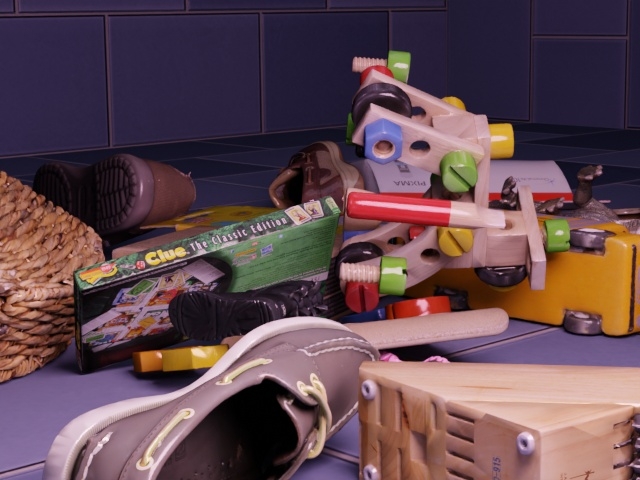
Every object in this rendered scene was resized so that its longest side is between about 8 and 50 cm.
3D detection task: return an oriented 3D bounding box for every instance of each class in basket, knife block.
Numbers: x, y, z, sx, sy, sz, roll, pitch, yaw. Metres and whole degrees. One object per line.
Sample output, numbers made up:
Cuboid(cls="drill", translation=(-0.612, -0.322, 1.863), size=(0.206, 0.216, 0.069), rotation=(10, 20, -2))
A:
Cuboid(cls="basket", translation=(-0.358, 0.073, 1.367), size=(0.213, 0.223, 0.299), rotation=(33, 11, 0))
Cuboid(cls="knife block", translation=(0.192, 0.137, 0.963), size=(0.242, 0.088, 0.275), rotation=(-7, 11, -35))

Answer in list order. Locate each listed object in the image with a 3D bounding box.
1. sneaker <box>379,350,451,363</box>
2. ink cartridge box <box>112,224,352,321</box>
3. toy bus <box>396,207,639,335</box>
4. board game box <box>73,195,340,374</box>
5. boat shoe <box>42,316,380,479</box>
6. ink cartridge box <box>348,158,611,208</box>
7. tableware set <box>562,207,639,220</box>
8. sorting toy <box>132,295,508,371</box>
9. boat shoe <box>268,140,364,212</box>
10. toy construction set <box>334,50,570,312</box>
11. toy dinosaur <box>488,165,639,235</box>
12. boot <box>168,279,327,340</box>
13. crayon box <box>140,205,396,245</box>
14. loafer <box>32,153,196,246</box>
Cuboid(cls="sneaker", translation=(0.069, 0.126, 1.185), size=(0.057, 0.047, 0.119), rotation=(-17, 10, -39))
Cuboid(cls="ink cartridge box", translation=(-0.084, 0.042, 1.543), size=(0.234, 0.088, 0.193), rotation=(3, 9, 25))
Cuboid(cls="toy bus", translation=(0.230, 0.027, 1.553), size=(0.332, 0.108, 0.130), rotation=(8, 10, 44))
Cuboid(cls="board game box", translation=(-0.108, 0.042, 1.310), size=(0.259, 0.136, 0.030), rotation=(-17, 53, -22))
Cuboid(cls="boat shoe", translation=(-0.049, 0.133, 0.962), size=(0.091, 0.109, 0.305), rotation=(8, 19, 40))
Cuboid(cls="ink cartridge box", translation=(0.227, -0.089, 2.096), size=(0.308, 0.091, 0.385), rotation=(0, -1, -11))
Cuboid(cls="tableware set", translation=(0.422, -0.026, 2.051), size=(0.194, 0.039, 0.128), rotation=(-5, 1, -40))
Cuboid(cls="sorting toy", translation=(-0.009, 0.086, 1.292), size=(0.307, 0.041, 0.229), rotation=(-5, -3, -24))
Cuboid(cls="boat shoe", translation=(-0.025, -0.090, 2.241), size=(0.123, 0.123, 0.342), rotation=(-2, 16, -13))
Cuboid(cls="toy construction set", translation=(0.139, -0.036, 1.342), size=(0.237, 0.257, 0.309), rotation=(5, 13, 0))
Cuboid(cls="toy dinosaur", translation=(0.297, 0.000, 1.686), size=(0.313, 0.160, 0.121), rotation=(-7, 29, 45))
Cuboid(cls="boot", translation=(-0.063, 0.059, 1.247), size=(0.121, 0.045, 0.099), rotation=(-1, 9, 28))
Cuboid(cls="crayon box", translation=(-0.041, 0.011, 1.740), size=(0.318, 0.081, 0.202), rotation=(5, 11, 25))
Cuboid(cls="loafer", translation=(-0.294, -0.041, 1.915), size=(0.130, 0.134, 0.366), rotation=(6, -4, -35))
